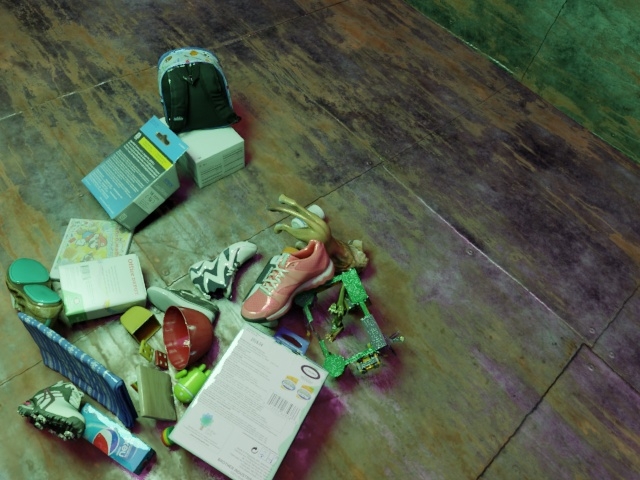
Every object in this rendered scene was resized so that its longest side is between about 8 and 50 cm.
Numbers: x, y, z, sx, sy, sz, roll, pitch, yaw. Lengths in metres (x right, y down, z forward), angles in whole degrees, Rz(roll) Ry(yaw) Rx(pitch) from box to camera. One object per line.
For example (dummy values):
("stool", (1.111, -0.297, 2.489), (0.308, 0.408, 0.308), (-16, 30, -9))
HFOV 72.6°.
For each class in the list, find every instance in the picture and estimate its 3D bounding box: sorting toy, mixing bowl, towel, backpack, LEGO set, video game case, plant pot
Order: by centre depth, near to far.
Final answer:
("towel", (-0.609, 0.333, 1.099), (0.336, 0.243, 0.040), (27, 47, 14))
("sorting toy", (-0.451, 0.405, 1.158), (0.046, 0.132, 0.274), (-26, 58, 6))
("mixing bowl", (-0.369, 0.269, 1.245), (0.098, 0.181, 0.181), (-2, 53, -41))
("plant pot", (-0.535, 0.241, 1.278), (0.083, 0.081, 0.081), (28, 57, 22))
("LEGO set", (0.077, 0.251, 1.332), (0.255, 0.192, 0.331), (-34, 70, 1))
("video game case", (-0.735, 0.032, 1.414), (0.206, 0.026, 0.227), (4, 56, -6))
("backpack", (-0.434, -0.526, 1.505), (0.276, 0.263, 0.213), (-16, 60, -16))

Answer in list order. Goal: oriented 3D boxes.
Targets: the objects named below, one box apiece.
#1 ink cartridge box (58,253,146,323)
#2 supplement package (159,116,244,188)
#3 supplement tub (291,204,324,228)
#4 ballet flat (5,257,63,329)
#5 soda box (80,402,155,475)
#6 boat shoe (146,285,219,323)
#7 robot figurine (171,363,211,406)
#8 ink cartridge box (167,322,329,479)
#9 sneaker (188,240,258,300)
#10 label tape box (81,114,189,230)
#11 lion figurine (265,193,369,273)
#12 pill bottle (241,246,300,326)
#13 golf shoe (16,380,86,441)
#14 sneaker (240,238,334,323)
("ink cartridge box", (-0.639, 0.139, 1.289), (0.212, 0.093, 0.154), (-12, 68, -26))
("supplement package", (-0.442, -0.366, 1.645), (0.204, 0.145, 0.262), (-33, 68, -25))
("supplement tub", (-0.045, -0.072, 1.557), (0.071, 0.071, 0.107), (40, 60, 17))
("ballet flat", (-0.823, 0.163, 1.244), (0.342, 0.124, 0.116), (25, 13, 40))
("soda box", (-0.529, 0.505, 1.109), (0.210, 0.071, 0.067), (28, 57, 10))
("boat shoe", (-0.419, 0.189, 1.331), (0.219, 0.078, 0.070), (26, 38, -4))
("robot figurine", (-0.356, 0.398, 1.206), (0.101, 0.067, 0.115), (51, 58, -13))
("ink cartridge box", (-0.159, 0.408, 1.150), (0.270, 0.151, 0.395), (30, 65, 5))
("sneaker", (-0.285, 0.109, 1.390), (0.235, 0.094, 0.153), (-24, 65, -21))
("label tape box", (-0.602, -0.230, 1.476), (0.333, 0.106, 0.240), (-45, 62, -8))
("lion figurine", (0.000, 0.000, 1.372), (0.240, 0.392, 0.142), (28, 88, 28))
("pill bottle", (-0.135, 0.137, 1.372), (0.130, 0.130, 0.246), (25, 57, 8))
("golf shoe", (-0.640, 0.406, 1.072), (0.273, 0.105, 0.120), (-4, 34, 38))
("sneaker", (-0.103, 0.102, 1.219), (0.314, 0.136, 0.116), (-35, 40, -26))
